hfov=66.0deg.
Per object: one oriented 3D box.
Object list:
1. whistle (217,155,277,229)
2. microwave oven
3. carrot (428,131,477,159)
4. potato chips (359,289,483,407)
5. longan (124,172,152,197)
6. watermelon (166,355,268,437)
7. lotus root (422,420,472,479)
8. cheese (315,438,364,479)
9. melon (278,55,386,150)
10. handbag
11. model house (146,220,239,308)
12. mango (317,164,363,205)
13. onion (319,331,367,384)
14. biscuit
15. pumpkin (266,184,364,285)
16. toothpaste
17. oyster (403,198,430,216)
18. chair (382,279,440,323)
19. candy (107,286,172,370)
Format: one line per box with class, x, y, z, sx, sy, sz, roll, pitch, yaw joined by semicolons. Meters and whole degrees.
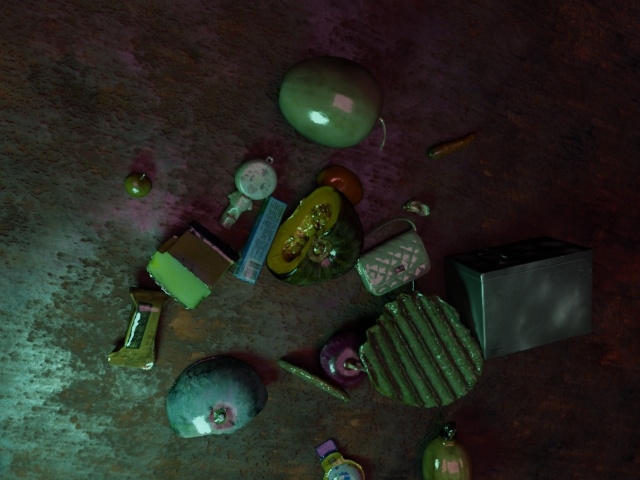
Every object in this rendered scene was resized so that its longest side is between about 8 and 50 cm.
whistle;-0.222;-0.147;1.490;0.126;0.067;0.258;33;95;-25
microwave oven;0.691;0.195;1.727;0.432;0.236;0.374;-10;103;-14
carrot;0.450;-0.321;1.656;0.191;0.047;0.047;-23;106;-11
potato chips;0.323;0.371;1.582;0.359;0.070;0.429;-34;105;-4
longan;-0.513;-0.161;1.395;0.075;0.075;0.083;39;123;-19
watermelon;-0.334;0.486;1.525;0.322;0.175;0.188;-21;107;-12
lotus root;0.470;0.818;1.828;0.183;0.183;0.309;-7;100;-15
cheese;0.066;0.832;1.770;0.157;0.064;0.250;-31;95;-9
melon;0.036;-0.396;1.413;0.308;0.272;0.271;-6;103;-23
handbag;0.235;0.047;1.654;0.256;0.079;0.219;-26;103;-11
model house;-0.367;0.054;1.455;0.194;0.170;0.211;40;46;-6
mango;0.067;-0.175;1.552;0.165;0.089;0.115;13;100;-20
onion;0.085;0.393;1.642;0.177;0.153;0.177;1;94;18
biscuit;-0.001;0.469;1.638;0.290;0.141;0.038;33;74;-17
pumpkin;0.000;0.000;1.521;0.325;0.242;0.232;-44;138;15
toothpaste;-0.183;-0.001;1.504;0.065;0.050;0.266;25;81;-25
oyster;0.328;-0.111;1.679;0.081;0.038;0.083;-22;138;14
chair;0.313;0.283;1.679;0.173;0.159;0.246;-21;105;-8
candy;-0.537;0.265;1.467;0.143;0.101;0.271;13;103;-24
